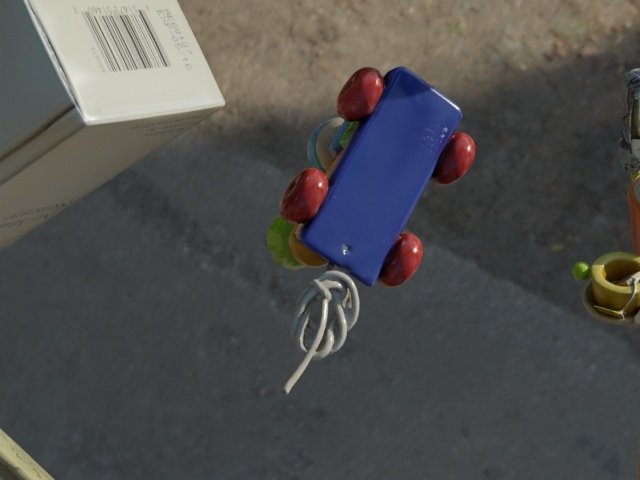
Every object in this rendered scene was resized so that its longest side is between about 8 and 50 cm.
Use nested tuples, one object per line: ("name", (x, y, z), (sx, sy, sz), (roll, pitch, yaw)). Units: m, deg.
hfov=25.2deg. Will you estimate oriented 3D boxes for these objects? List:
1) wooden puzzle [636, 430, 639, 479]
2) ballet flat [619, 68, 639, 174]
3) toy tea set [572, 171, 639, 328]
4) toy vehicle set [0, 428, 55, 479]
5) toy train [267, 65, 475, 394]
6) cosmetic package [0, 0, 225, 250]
("wooden puzzle", (0.422, 0.142, 1.152), (0.322, 0.080, 0.348), (3, 73, 15))
("ballet flat", (0.321, -0.113, 1.431), (0.041, 0.114, 0.041), (-5, 28, 2))
("toy tea set", (0.448, 0.018, 1.520), (0.336, 0.124, 0.200), (15, 44, 22))
("toy vehicle set", (-0.329, 0.233, 1.247), (0.166, 0.267, 0.035), (-28, 60, -4))
("toy train", (0.000, 0.000, 1.040), (0.105, 0.143, 0.248), (34, 73, -17))
("cosmetic package", (-0.238, -0.066, 1.002), (0.160, 0.309, 0.113), (-18, 79, -57))
